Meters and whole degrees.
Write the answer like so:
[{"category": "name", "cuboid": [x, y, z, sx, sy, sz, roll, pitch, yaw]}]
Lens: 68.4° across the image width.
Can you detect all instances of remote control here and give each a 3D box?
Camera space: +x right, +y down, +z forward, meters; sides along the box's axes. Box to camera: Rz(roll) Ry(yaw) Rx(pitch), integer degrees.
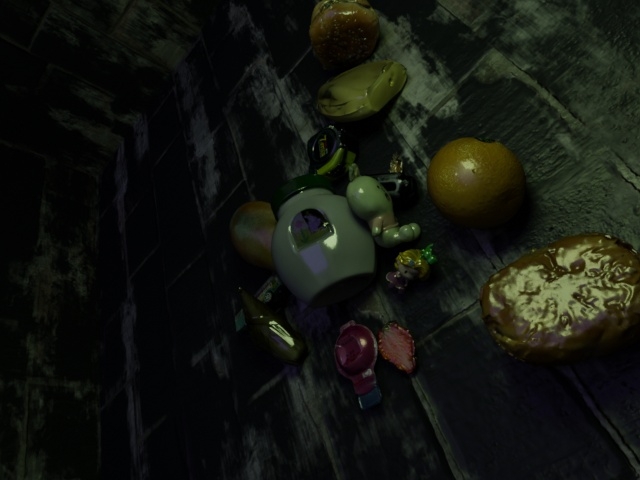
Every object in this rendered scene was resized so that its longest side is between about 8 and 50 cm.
[{"category": "remote control", "cuboid": [0.165, -0.158, 1.402, 0.265, 0.066, 0.090, 5, 88, 49]}]

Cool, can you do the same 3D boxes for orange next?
[{"category": "orange", "cuboid": [0.367, -0.137, 1.120, 0.236, 0.236, 0.237, -20, 60, 39]}]

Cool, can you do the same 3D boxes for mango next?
[{"category": "mango", "cuboid": [-0.184, -0.007, 1.643, 0.221, 0.199, 0.384, -45, 53, -3]}]

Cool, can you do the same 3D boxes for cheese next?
[{"category": "cheese", "cuboid": [0.109, -0.489, 1.561, 0.315, 0.128, 0.259, 12, 47, 44]}, {"category": "cheese", "cuboid": [0.107, 0.336, 1.296, 0.155, 0.062, 0.244, -40, 50, 28]}]

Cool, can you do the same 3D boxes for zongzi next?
[{"category": "zongzi", "cuboid": [-0.148, 0.266, 1.475, 0.220, 0.242, 0.112, 16, 42, 39]}]

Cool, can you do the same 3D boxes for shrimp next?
[{"category": "shrimp", "cuboid": [0.201, -0.173, 1.439, 0.124, 0.034, 0.179, -12, 75, 45]}]

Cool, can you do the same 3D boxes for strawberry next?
[{"category": "strawberry", "cuboid": [0.205, 0.278, 1.236, 0.103, 0.048, 0.152, -37, 63, 20]}]

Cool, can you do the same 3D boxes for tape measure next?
[{"category": "tape measure", "cuboid": [0.044, -0.293, 1.595, 0.186, 0.112, 0.199, -29, 60, 43]}]

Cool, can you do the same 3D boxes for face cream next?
[{"category": "face cream", "cuboid": [0.000, 0.000, 1.410, 0.312, 0.219, 0.357, -28, 61, 9]}]

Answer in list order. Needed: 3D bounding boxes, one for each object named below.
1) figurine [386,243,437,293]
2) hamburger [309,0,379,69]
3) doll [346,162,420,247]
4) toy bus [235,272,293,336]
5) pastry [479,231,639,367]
[{"category": "figurine", "cuboid": [0.248, 0.056, 1.257, 0.156, 0.094, 0.115, -53, 20, 41]}, {"category": "hamburger", "cuboid": [0.077, -0.724, 1.650, 0.286, 0.242, 0.147, -28, 55, 53]}, {"category": "doll", "cuboid": [0.150, -0.083, 1.301, 0.275, 0.155, 0.113, 48, 120, 1]}, {"category": "toy bus", "cuboid": [-0.195, 0.226, 1.632, 0.262, 0.091, 0.109, -47, 39, 18]}, {"category": "pastry", "cuboid": [0.483, 0.124, 0.933, 0.310, 0.162, 0.255, -24, 46, 25]}]
